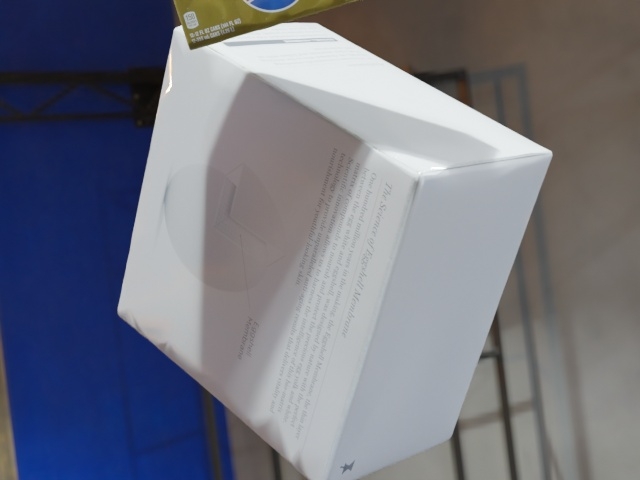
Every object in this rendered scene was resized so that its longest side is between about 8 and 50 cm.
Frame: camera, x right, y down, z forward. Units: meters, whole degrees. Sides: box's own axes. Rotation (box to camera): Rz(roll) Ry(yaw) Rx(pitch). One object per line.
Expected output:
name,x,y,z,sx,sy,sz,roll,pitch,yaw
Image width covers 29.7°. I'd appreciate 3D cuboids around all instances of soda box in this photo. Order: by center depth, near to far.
soda box,0.008,-0.159,0.653,0.181,0.061,0.058,-13,14,20

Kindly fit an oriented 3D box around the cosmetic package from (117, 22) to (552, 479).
cosmetic package,0.000,0.000,0.803,0.138,0.224,0.224,-11,36,-43
